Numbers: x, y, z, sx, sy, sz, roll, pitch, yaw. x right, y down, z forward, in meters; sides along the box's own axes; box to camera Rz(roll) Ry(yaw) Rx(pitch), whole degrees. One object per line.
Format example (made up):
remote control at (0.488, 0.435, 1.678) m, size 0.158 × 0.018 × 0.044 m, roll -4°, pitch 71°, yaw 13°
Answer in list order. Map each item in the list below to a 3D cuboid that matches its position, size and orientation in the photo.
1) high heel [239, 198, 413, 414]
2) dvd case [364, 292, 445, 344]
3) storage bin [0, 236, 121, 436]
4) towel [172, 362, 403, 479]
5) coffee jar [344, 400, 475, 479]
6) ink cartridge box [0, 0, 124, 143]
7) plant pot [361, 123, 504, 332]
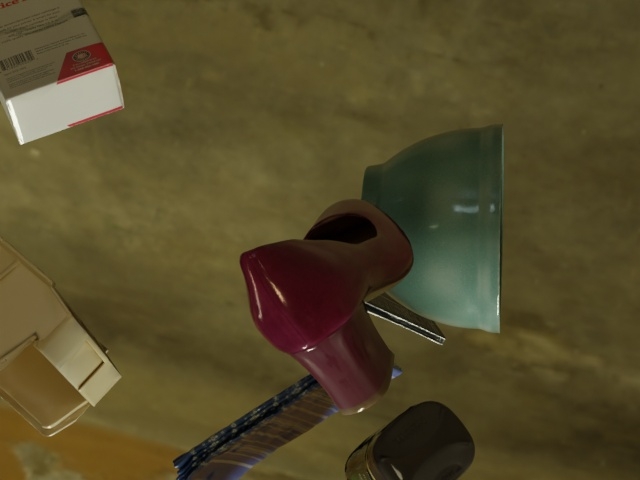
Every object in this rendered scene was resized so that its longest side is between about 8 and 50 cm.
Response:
high heel at (0.000, 0.000, 1.336) m, size 0.127 × 0.377 × 0.181 m, roll -31°, pitch 111°, yaw 10°
dvd case at (0.090, 0.091, 2.271) m, size 0.221 × 0.018 × 0.164 m, roll 26°, pitch -165°, yaw -23°
storage bin at (-0.360, 0.071, 1.471) m, size 0.260 × 0.123 × 0.262 m, roll 38°, pitch 167°, yaw 16°
towel at (-0.043, 0.270, 2.071) m, size 0.336 × 0.040 × 0.243 m, roll -33°, pitch 161°, yaw 8°
coffee jar at (0.082, 0.206, 1.299) m, size 0.079 × 0.096 × 0.184 m, roll 51°, pitch 166°, yaw 7°
ink cartridge box at (-0.426, -0.281, 2.133) m, size 0.172 × 0.237 × 0.100 m, roll -21°, pitch 141°, yaw -13°
plant pot at (0.158, -0.018, 1.951) m, size 0.196 × 0.293 × 0.293 m, roll 1°, pitch 155°, yaw 9°
